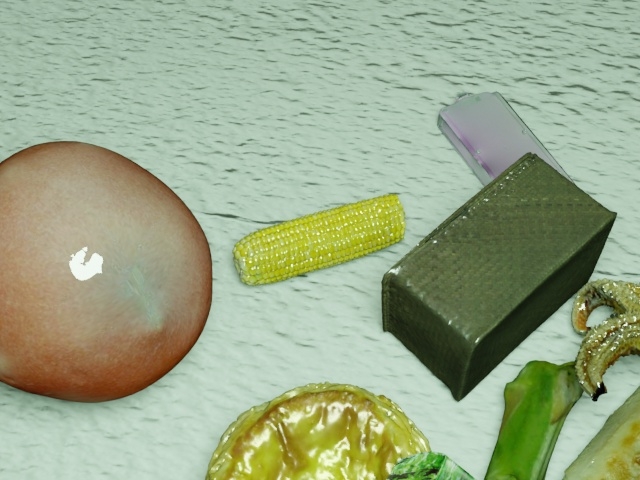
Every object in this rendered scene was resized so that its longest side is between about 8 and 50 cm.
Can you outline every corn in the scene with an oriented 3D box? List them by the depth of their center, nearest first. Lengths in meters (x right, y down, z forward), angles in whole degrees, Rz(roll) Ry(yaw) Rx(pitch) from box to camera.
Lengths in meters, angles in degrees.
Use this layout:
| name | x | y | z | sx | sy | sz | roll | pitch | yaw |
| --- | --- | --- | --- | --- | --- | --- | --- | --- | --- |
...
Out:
| name | x | y | z | sx | sy | sz | roll | pitch | yaw |
| --- | --- | --- | --- | --- | --- | --- | --- | --- | --- |
| corn | 0.000 | 0.000 | 1.270 | 0.249 | 0.081 | 0.081 | -16 | 57 | -13 |

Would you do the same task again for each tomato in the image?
| name | x | y | z | sx | sy | sz | roll | pitch | yaw |
| --- | --- | --- | --- | --- | --- | --- | --- | --- | --- |
| tomato | -0.282 | 0.041 | 1.094 | 0.322 | 0.321 | 0.321 | 1 | 55 | -1 |

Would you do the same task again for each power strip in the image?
| name | x | y | z | sx | sy | sz | roll | pitch | yaw |
| --- | --- | --- | --- | --- | --- | --- | --- | --- | --- |
| power strip | 0.286 | -0.120 | 1.386 | 0.109 | 0.037 | 0.278 | -23 | 59 | -15 |

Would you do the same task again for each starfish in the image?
| name | x | y | z | sx | sy | sz | roll | pitch | yaw |
| --- | --- | --- | --- | --- | --- | --- | --- | --- | --- |
| starfish | 0.456 | 0.121 | 1.125 | 0.312 | 0.113 | 0.303 | -9 | 27 | 4 |

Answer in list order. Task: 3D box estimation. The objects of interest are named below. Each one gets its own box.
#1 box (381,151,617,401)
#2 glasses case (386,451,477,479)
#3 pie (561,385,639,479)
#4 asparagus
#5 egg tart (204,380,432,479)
| name | x | y | z | sx | sy | sz | roll | pitch | yaw |
| --- | --- | --- | --- | --- | --- | --- | --- | --- | --- |
| box | 0.223 | 0.045 | 1.167 | 0.273 | 0.184 | 0.143 | -38 | 64 | -18 |
| glasses case | 0.192 | 0.322 | 0.952 | 0.272 | 0.095 | 0.062 | 41 | 63 | -13 |
| pie | 0.386 | 0.265 | 1.095 | 0.129 | 0.068 | 0.282 | 35 | 53 | 25 |
| asparagus | 0.236 | 0.269 | 1.090 | 0.085 | 0.082 | 0.343 | 45 | 58 | -23 |
| egg tart | 0.004 | 0.306 | 1.035 | 0.295 | 0.116 | 0.294 | 2 | 59 | -4 |
